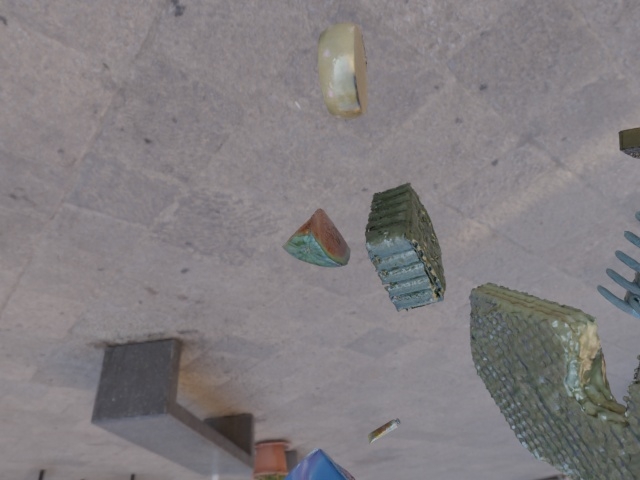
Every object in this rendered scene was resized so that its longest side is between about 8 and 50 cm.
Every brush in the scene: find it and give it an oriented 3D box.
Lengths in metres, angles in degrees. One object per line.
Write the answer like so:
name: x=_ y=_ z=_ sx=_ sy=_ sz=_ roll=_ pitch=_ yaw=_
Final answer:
brush: x=0.800 y=-0.227 z=1.128 sx=0.123 sy=0.059 sz=0.197 roll=4 pitch=-179 yaw=-36

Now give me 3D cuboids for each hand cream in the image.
hand cream: x=0.168 y=0.507 z=1.324 sx=0.102 sy=0.035 sz=0.022 roll=-36 pitch=113 yaw=14

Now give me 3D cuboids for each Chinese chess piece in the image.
Chinese chess piece: x=0.065 y=-0.453 z=1.335 sx=0.097 sy=0.251 sz=0.251 roll=-3 pitch=146 yaw=15

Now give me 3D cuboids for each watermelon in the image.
watermelon: x=-0.001 y=0.022 z=1.190 sx=0.146 sy=0.231 sz=0.128 roll=44 pitch=109 yaw=-4

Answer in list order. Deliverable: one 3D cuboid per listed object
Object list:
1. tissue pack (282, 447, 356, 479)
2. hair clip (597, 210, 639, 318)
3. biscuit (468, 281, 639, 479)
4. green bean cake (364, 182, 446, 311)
tissue pack: x=0.022 y=0.421 z=0.602 sx=0.198 sy=0.263 sz=0.146 roll=-41 pitch=123 yaw=-15
hair clip: x=0.906 y=0.058 z=1.256 sx=0.238 sy=0.392 sz=0.319 roll=-3 pitch=125 yaw=-16
biscuit: x=0.214 y=0.126 z=0.383 sx=0.046 sy=0.250 sz=0.148 roll=-14 pitch=107 yaw=-25
green bean cake: x=0.211 y=0.012 z=1.204 sx=0.132 sy=0.255 sz=0.241 roll=-19 pitch=117 yaw=25
